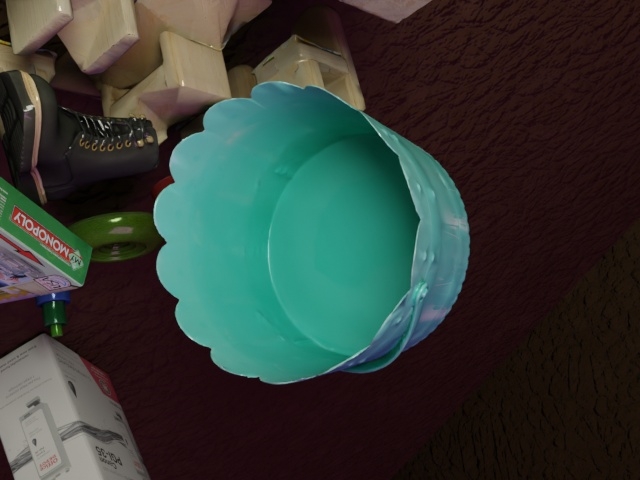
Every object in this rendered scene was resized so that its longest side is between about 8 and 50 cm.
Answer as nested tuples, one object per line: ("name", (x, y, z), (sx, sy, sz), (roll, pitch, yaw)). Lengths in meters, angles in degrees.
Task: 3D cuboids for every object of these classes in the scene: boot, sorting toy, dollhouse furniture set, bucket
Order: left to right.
("boot", (-0.196, -0.097, 0.756), (0.137, 0.077, 0.198), (-16, 171, -20))
("sorting toy", (-0.215, 0.034, 1.042), (0.365, 0.126, 0.127), (-21, 162, 31))
("dollhouse furniture set", (-0.107, -0.261, 0.830), (0.394, 0.256, 0.362), (-28, 156, 37))
("bucket", (0.000, 0.000, 0.857), (0.281, 0.281, 0.183), (-44, 156, 19))

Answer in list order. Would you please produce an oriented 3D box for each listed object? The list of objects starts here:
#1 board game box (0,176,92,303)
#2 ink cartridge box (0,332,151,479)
("board game box", (-0.370, -0.036, 0.723), (0.213, 0.046, 0.317), (-12, 145, 24))
("ink cartridge box", (-0.348, 0.303, 1.278), (0.117, 0.283, 0.207), (-32, 150, -1))
